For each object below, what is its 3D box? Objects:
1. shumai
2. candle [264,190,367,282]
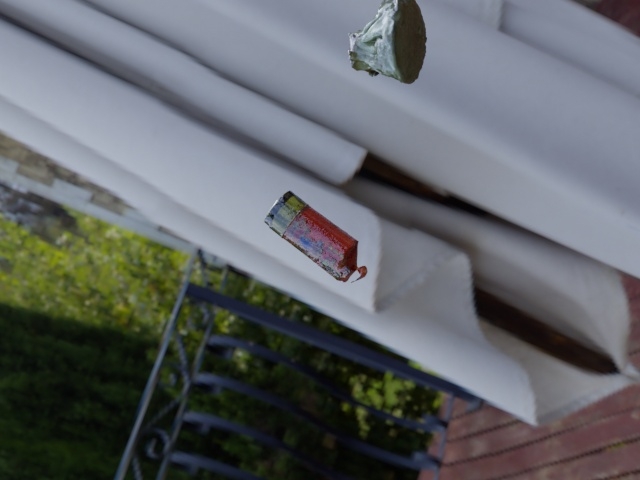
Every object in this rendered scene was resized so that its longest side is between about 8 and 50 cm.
[{"bbox_3d":[0.081,-0.256,1.432,0.087,0.099,0.123,-3,57,29],"label":"shumai"},{"bbox_3d":[0.000,0.000,1.266,0.052,0.131,0.052,-51,-6,-8],"label":"candle"}]
